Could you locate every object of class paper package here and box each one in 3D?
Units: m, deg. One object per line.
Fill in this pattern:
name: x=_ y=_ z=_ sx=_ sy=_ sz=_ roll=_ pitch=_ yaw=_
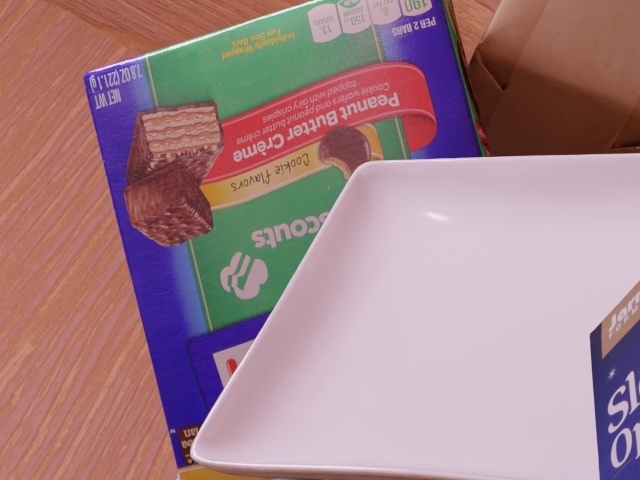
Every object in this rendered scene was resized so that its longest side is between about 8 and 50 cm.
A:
paper package: x=0.223 y=-0.140 z=1.138 sx=0.309 sy=0.168 sz=0.325 roll=106 pitch=-171 yaw=-53

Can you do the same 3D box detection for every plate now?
plate: x=0.105 y=0.045 z=0.712 sx=0.277 sy=0.278 sz=0.045 roll=-59 pitch=-40 yaw=-46

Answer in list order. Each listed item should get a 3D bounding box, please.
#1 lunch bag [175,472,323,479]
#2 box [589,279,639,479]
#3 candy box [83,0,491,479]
lunch bag: x=-0.043 y=0.340 z=1.034 sx=0.160 sy=0.262 sz=0.223 roll=-12 pitch=27 yaw=26
box: x=0.164 y=0.050 z=0.526 sx=0.136 sy=0.036 sz=0.225 roll=-56 pitch=12 yaw=35
candy box: x=0.000 y=0.000 z=0.931 sx=0.122 sy=0.268 sz=0.317 roll=-5 pitch=-100 yaw=-76
